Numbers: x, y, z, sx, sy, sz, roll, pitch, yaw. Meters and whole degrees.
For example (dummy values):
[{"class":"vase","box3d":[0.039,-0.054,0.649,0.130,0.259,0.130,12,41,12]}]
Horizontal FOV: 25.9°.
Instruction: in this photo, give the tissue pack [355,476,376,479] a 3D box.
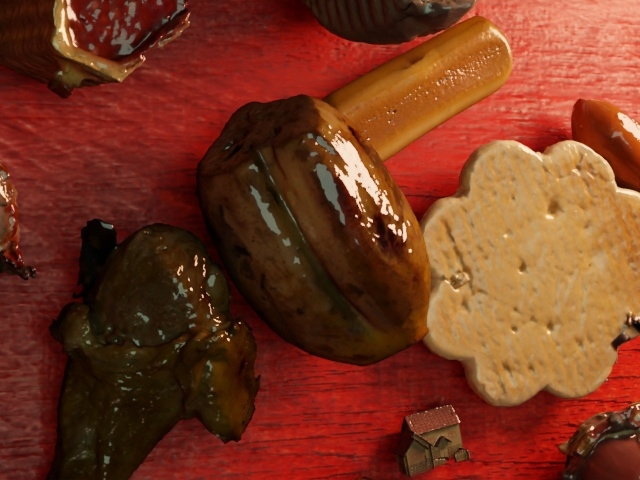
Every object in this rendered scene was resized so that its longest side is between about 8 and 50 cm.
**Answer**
[{"class":"tissue pack","box3d":[0.044,0.346,1.347,0.194,0.274,0.145,-26,99,-21]}]

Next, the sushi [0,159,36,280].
[{"class":"sushi","box3d":[-0.400,-0.057,1.257,0.332,0.124,0.130,23,84,-19]}]

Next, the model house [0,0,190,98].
[{"class":"model house","box3d":[-0.214,-0.248,1.296,0.160,0.196,0.254,29,78,-30]}]

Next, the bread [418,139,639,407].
[{"class":"bread","box3d":[0.239,0.037,1.546,0.316,0.054,0.316,-1,95,-17]}]

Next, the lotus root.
[{"class":"lotus root","box3d":[-0.002,0.005,1.383,0.193,0.193,0.291,-42,112,-19]}]

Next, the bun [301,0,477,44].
[{"class":"bun","box3d":[0.061,-0.341,1.400,0.205,0.281,0.281,-42,104,-38]}]

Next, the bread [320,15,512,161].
[{"class":"bread","box3d":[0.098,-0.156,1.495,0.239,0.074,0.093,-31,105,-21]}]

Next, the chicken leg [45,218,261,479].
[{"class":"chicken leg","box3d":[-0.171,0.163,1.345,0.211,0.140,0.361,13,93,-1]}]

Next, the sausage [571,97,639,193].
[{"class":"sausage","box3d":[0.354,-0.093,1.593,0.179,0.089,0.089,36,75,-20]}]

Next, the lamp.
[{"class":"lamp","box3d":[0.355,0.278,1.561,0.215,0.151,0.223,3,130,-17]}]

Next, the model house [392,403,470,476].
[{"class":"model house","box3d":[0.114,0.214,1.498,0.083,0.057,0.058,-11,97,-21]}]
